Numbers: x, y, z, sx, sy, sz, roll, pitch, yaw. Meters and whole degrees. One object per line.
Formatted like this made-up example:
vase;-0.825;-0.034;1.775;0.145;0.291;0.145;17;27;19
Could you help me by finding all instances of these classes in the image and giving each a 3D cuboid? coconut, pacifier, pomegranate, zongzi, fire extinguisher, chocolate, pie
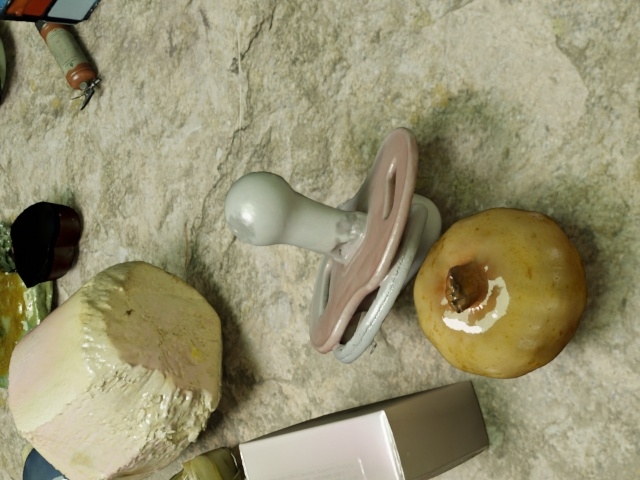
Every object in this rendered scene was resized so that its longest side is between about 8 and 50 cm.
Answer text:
coconut;-0.305;0.216;1.660;0.309;0.297;0.298;-43;69;33
pacifier;0.029;-0.004;1.403;0.273;0.220;0.332;45;139;12
pomegranate;0.207;0.059;1.296;0.207;0.207;0.207;5;98;38
zongzi;-0.165;0.468;1.704;0.228;0.115;0.256;-41;81;38
fire extinguisher;-0.416;-0.298;1.844;0.062;0.050;0.177;-34;71;8
chocolate;-0.465;0.006;1.896;0.125;0.080;0.149;15;96;42
pie;-0.578;0.125;2.010;0.302;0.066;0.303;5;98;39

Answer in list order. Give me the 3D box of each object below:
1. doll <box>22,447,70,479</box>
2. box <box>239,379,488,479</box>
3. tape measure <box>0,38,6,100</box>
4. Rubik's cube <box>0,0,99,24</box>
doll;-0.401;0.447;1.866;0.228;0.154;0.258;-49;59;35
box;0.056;0.267;1.433;0.251;0.203;0.106;-19;82;38
tape measure;-0.644;-0.294;1.993;0.207;0.115;0.235;52;131;23
Rubik's cube;-0.435;-0.462;1.760;0.183;0.180;0.167;-43;70;35
